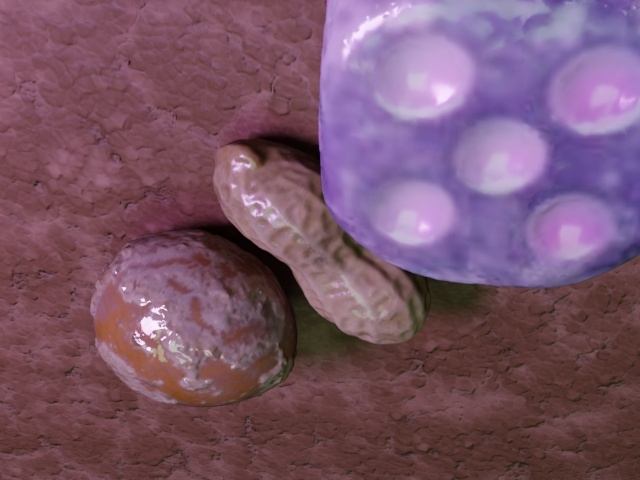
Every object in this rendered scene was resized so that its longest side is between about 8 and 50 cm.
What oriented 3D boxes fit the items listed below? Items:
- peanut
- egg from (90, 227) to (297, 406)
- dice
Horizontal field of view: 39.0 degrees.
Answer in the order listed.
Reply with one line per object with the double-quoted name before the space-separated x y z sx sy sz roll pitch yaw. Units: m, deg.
"peanut" 0.000 0.000 0.982 0.298 0.120 0.136 45 143 -21
"egg" -0.142 0.092 1.032 0.245 0.203 0.203 23 130 -5
"dice" 0.147 -0.142 0.729 0.270 0.270 0.271 6 131 7
